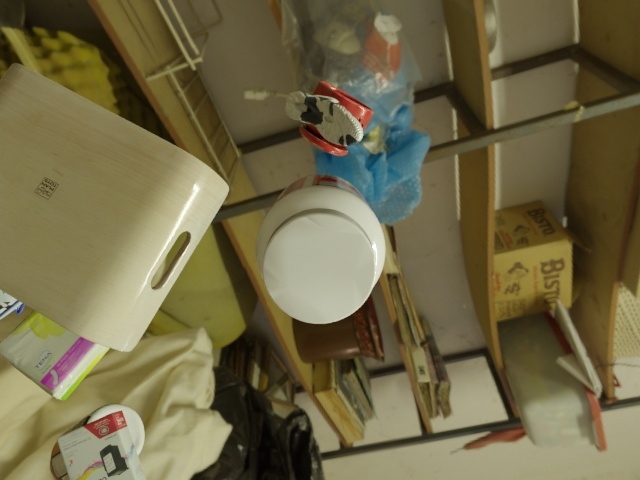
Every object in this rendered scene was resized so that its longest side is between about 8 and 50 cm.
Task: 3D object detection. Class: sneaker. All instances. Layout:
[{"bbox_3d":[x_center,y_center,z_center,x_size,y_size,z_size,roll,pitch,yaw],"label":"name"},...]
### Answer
[{"bbox_3d":[0.038,-0.321,1.211,0.153,0.235,0.094,-22,132,-52],"label":"sneaker"}]

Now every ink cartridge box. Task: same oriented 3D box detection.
[{"bbox_3d":[-0.485,0.492,1.030,0.175,0.127,0.072,64,-14,11],"label":"ink cartridge box"}]

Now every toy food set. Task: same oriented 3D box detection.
[{"bbox_3d":[-0.291,-0.044,0.534,0.220,0.306,0.092,-61,173,-11],"label":"toy food set"}]

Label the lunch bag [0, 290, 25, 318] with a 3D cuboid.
[{"bbox_3d":[-0.653,0.030,0.910,0.243,0.303,0.115,48,14,-35],"label":"lunch bag"}]

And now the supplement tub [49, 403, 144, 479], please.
[{"bbox_3d":[-0.701,0.644,1.432,0.193,0.316,0.194,31,40,-30],"label":"supplement tub"}]

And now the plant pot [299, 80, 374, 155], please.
[{"bbox_3d":[0.041,-0.363,1.407,0.191,0.174,0.191,26,18,-9],"label":"plant pot"}]

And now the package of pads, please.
[{"bbox_3d":[-0.721,0.262,1.319,0.296,0.229,0.101,-54,170,-24],"label":"package of pads"}]

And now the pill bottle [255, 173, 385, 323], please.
[{"bbox_3d":[0.000,0.000,0.884,0.408,0.229,0.229,-87,160,-77],"label":"pill bottle"}]
